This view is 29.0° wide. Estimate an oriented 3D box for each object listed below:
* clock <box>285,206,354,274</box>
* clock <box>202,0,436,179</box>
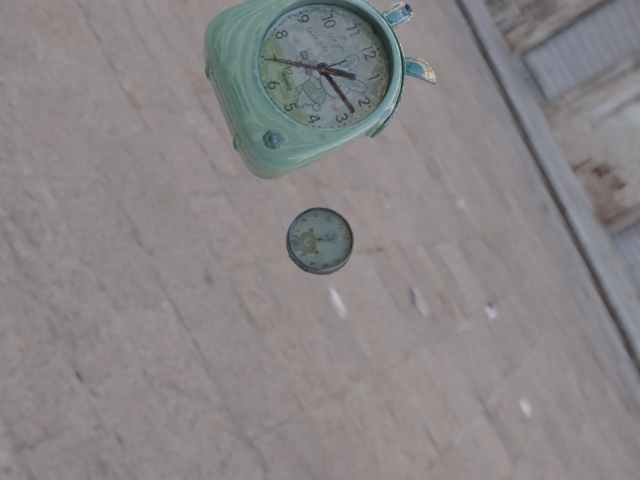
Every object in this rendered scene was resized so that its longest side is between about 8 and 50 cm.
[{"bbox_3d":[0.000,0.000,1.497,0.085,0.085,0.017,63,-16,13],"label":"clock"},{"bbox_3d":[0.004,-0.100,0.730,0.041,0.135,0.101,133,-62,-77],"label":"clock"}]
